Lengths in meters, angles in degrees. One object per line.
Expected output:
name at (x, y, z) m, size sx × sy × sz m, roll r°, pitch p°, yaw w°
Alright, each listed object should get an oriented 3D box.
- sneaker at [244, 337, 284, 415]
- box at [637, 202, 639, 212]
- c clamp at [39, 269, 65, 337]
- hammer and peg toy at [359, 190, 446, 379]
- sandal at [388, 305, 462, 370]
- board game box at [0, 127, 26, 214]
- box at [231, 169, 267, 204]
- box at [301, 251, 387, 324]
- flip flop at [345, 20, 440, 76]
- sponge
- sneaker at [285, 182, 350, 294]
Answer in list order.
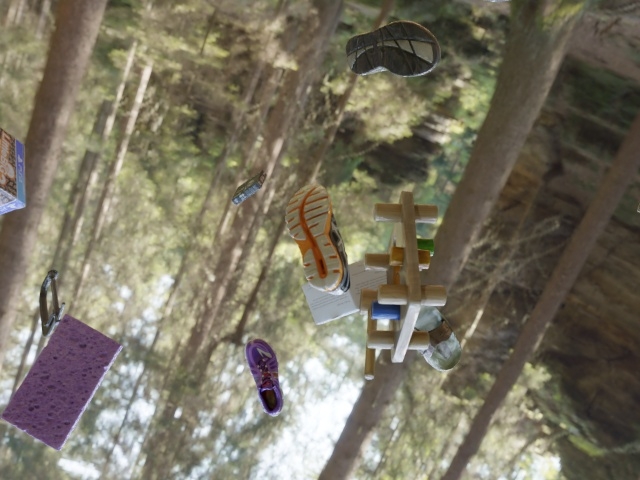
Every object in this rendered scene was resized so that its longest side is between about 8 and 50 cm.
sneaker at (-0.114, 0.289, 1.697) m, size 0.068 × 0.170 × 0.071 m, roll -19°, pitch 176°, yaw -4°
box at (0.420, -0.103, 0.926) m, size 0.021 × 0.164 × 0.201 m, roll 26°, pitch -168°, yaw 25°
c clamp at (-0.544, 0.122, 1.626) m, size 0.022 × 0.137 × 0.160 m, roll 8°, pitch -143°, yaw -33°
hammer and peg toy at (0.158, 0.108, 1.603) m, size 0.127 × 0.361 × 0.266 m, roll 2°, pitch -124°, yaw -3°
sandal at (0.270, 0.230, 1.893) m, size 0.303 × 0.120 × 0.086 m, roll 41°, pitch 180°, yaw -42°
board game box at (-0.700, -0.142, 1.387) m, size 0.291 × 0.232 × 0.141 m, roll 51°, pitch -155°, yaw -61°
box at (-0.168, -0.124, 1.885) m, size 0.018 × 0.083 × 0.067 m, roll 48°, pitch -152°, yaw -19°
box at (0.084, 0.127, 2.100) m, size 0.182 × 0.181 × 0.119 m, roll -16°, pitch -97°, yaw -41°
flip flop at (0.156, -0.395, 1.672) m, size 0.080 × 0.112 × 0.277 m, roll -13°, pitch -168°, yaw -31°
sponge at (-0.453, 0.247, 1.408) m, size 0.117 × 0.210 × 0.031 m, roll 29°, pitch 165°, yaw -1°
sneaker at (0.000, 0.000, 1.351) m, size 0.083 × 0.084 × 0.215 m, roll 41°, pitch -147°, yaw -55°
